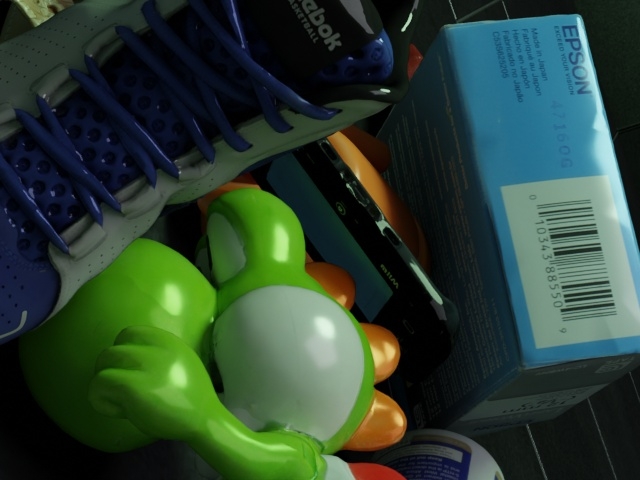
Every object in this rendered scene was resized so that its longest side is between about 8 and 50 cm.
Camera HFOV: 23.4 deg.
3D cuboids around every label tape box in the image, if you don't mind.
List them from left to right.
[{"bbox_3d":[0.124,0.013,1.190,0.348,0.115,0.249,116,-36,-70],"label":"label tape box"}]

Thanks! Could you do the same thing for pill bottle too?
[{"bbox_3d":[0.073,0.231,1.112,0.112,0.112,0.187,64,22,-21],"label":"pill bottle"}]

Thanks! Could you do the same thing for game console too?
[{"bbox_3d":[-0.035,-0.076,0.898,0.361,0.044,0.213,54,-11,10],"label":"game console"}]

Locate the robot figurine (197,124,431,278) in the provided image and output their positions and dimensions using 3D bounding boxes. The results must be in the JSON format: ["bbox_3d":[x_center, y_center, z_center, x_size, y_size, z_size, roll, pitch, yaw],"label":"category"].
[{"bbox_3d":[0.001,-0.002,1.090,0.219,0.128,0.158,46,20,-51],"label":"robot figurine"}]

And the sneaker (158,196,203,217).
[{"bbox_3d":[-0.114,-0.051,0.944,0.135,0.052,0.058,26,46,-64],"label":"sneaker"}]

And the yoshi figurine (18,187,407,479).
[{"bbox_3d":[-0.061,0.133,0.760,0.203,0.203,0.362,29,38,-42],"label":"yoshi figurine"}]

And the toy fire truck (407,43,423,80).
[{"bbox_3d":[0.157,-0.028,1.511,0.302,0.169,0.254,61,5,-32],"label":"toy fire truck"}]

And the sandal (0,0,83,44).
[{"bbox_3d":[-0.156,-0.096,0.815,0.079,0.088,0.240,58,29,-50],"label":"sandal"}]

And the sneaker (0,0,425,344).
[{"bbox_3d":[-0.069,-0.074,0.687,0.315,0.182,0.127,-36,97,-25],"label":"sneaker"}]
